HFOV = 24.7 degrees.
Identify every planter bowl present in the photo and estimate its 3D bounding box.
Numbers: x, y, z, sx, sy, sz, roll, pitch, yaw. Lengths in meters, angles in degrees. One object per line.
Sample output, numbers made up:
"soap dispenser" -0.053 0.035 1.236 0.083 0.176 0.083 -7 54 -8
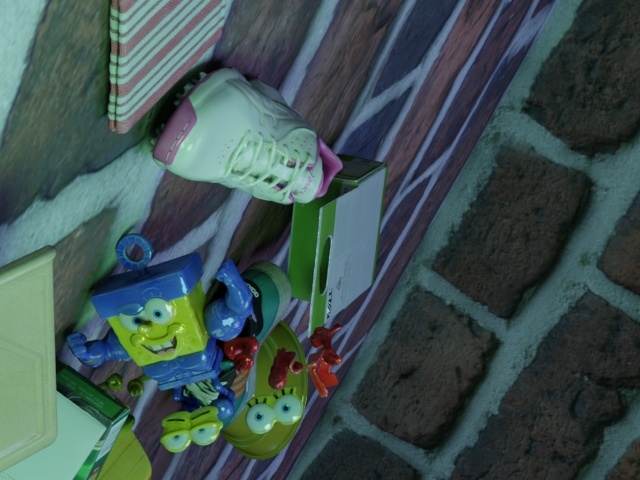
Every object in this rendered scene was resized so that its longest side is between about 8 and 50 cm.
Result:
"planter bowl" -0.121 0.217 2.176 0.090 0.217 0.217 9 121 -40

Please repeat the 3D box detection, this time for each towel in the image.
"towel" -0.126 -0.188 1.189 0.144 0.029 0.197 -50 166 -30

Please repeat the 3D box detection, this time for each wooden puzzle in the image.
"wooden puzzle" -0.299 0.124 1.114 0.221 0.044 0.238 -28 144 -36

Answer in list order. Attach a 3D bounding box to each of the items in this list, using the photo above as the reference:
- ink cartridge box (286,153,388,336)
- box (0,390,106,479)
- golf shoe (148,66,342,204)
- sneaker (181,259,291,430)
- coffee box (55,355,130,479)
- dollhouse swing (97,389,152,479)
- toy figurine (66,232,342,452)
"ink cartridge box" 0.000 0.000 2.007 0.255 0.097 0.189 -34 134 -63
"box" -0.298 0.231 1.364 0.130 0.091 0.170 -42 -167 53
"golf shoe" -0.063 -0.095 1.455 0.115 0.140 0.306 -57 169 15
"sneaker" -0.144 0.164 2.026 0.121 0.108 0.302 -31 150 -53
"coffee box" -0.277 0.214 1.498 0.184 0.113 0.040 -60 171 30
"dollhouse swing" -0.240 0.435 1.832 0.315 0.305 0.347 -50 168 -28
"toy figurine" -0.177 0.085 1.543 0.362 0.217 0.191 -14 -156 20
